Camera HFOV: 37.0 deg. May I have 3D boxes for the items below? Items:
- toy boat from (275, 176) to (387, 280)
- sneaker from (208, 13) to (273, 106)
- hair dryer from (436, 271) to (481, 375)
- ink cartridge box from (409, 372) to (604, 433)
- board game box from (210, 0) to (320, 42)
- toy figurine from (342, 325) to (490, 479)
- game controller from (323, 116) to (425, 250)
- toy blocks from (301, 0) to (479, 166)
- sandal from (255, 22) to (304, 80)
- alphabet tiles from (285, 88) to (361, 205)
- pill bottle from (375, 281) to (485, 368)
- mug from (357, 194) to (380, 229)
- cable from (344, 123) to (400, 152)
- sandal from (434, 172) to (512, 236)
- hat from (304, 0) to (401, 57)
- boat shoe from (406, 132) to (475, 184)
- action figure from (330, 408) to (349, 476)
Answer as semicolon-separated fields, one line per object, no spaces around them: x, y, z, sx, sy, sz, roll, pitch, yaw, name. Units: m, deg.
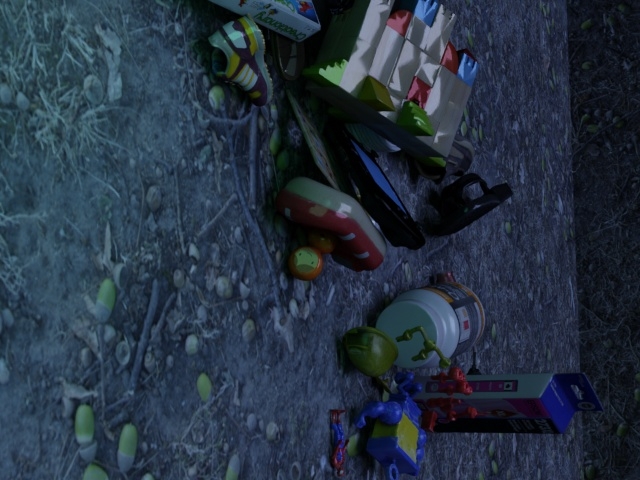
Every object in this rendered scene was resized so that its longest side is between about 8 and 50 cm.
0.000;0.000;1.606;0.151;0.151;0.231;-55;140;-13;toy boat
-0.127;-0.267;1.474;0.070;0.083;0.185;57;-13;31;sneaker
0.317;0.196;2.265;0.224;0.080;0.294;-87;162;-54;hair dryer
0.387;0.343;2.003;0.176;0.370;0.069;52;40;-45;ink cartridge box
-0.121;-0.431;1.454;0.305;0.053;0.193;8;60;-59;board game box
0.159;0.337;1.769;0.362;0.191;0.217;53;44;-44;toy figurine
0.092;-0.107;1.707;0.166;0.067;0.319;53;7;-36;game controller
0.148;-0.327;1.727;0.381;0.190;0.261;27;79;-37;toy blocks
-0.082;-0.358;1.591;0.090;0.060;0.220;7;62;-59;sandal
0.019;-0.133;1.686;0.237;0.009;0.198;50;14;-48;alphabet tiles
0.224;0.173;1.952;0.278;0.162;0.162;-6;89;-64;pill bottle
0.089;-0.044;1.867;0.064;0.078;0.062;-52;163;-44;mug
0.111;-0.301;1.923;0.257;0.089;0.257;-51;129;-54;cable
0.357;-0.098;2.334;0.107;0.167;0.445;57;19;4;sandal
0.047;-0.493;1.741;0.331;0.134;0.332;-22;131;-28;hat
0.251;-0.200;2.172;0.130;0.132;0.355;-66;153;-4;boat shoe
0.034;0.355;1.679;0.038;0.030;0.115;28;61;-65;action figure
